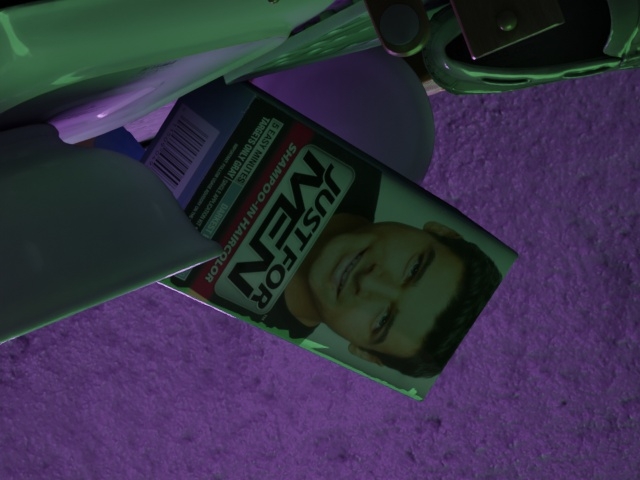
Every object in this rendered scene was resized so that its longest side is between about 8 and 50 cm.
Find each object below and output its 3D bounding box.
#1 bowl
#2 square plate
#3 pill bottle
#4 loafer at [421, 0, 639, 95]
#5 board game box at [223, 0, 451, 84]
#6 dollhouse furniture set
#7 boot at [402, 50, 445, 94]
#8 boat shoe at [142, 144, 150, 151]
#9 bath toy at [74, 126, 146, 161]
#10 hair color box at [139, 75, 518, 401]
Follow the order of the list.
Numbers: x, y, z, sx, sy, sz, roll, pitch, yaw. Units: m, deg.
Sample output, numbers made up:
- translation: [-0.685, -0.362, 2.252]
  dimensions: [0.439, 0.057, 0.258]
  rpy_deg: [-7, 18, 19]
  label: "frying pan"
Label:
- translation: [-0.229, 0.004, 0.949]
  dimensions: [0.297, 0.134, 0.298]
  rpy_deg: [-21, 180, 0]
  label: "bowl"
- translation: [-0.185, -0.112, 0.984]
  dimensions: [0.344, 0.049, 0.347]
  rpy_deg: [-19, -178, 42]
  label: "square plate"
- translation: [-0.021, -0.102, 1.557]
  dimensions: [0.210, 0.210, 0.363]
  rpy_deg: [-21, -179, -16]
  label: "pill bottle"
- translation: [0.241, -0.188, 1.115]
  dimensions: [0.319, 0.112, 0.111]
  rpy_deg: [-18, -173, 4]
  label: "loafer"
- translation: [0.161, -0.247, 1.133]
  dimensions: [0.390, 0.050, 0.390]
  rpy_deg: [-20, -178, 43]
  label: "board game box"
- translation: [0.030, -0.147, 0.727]
  dimensions: [0.144, 0.123, 0.151]
  rpy_deg: [-21, -179, 22]
  label: "dollhouse furniture set"
- translation: [0.161, -0.239, 1.773]
  dimensions: [0.261, 0.095, 0.203]
  rpy_deg: [-19, -179, 1]
  label: "boot"
- translation: [-0.234, -0.089, 1.995]
  dimensions: [0.108, 0.102, 0.301]
  rpy_deg: [-21, -178, 14]
  label: "boat shoe"
- translation: [-0.292, -0.010, 1.370]
  dimensions: [0.129, 0.151, 0.348]
  rpy_deg: [-43, -177, -36]
  label: "bath toy"
- translation: [0.000, 0.000, 1.292]
  dimensions: [0.185, 0.374, 0.113]
  rpy_deg: [-57, -140, 6]
  label: "hair color box"
